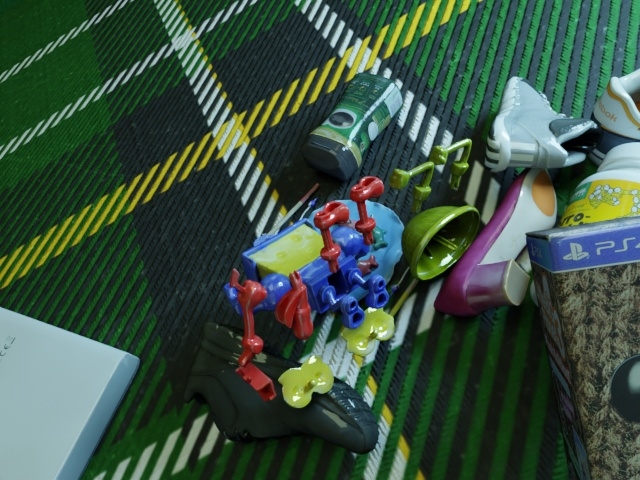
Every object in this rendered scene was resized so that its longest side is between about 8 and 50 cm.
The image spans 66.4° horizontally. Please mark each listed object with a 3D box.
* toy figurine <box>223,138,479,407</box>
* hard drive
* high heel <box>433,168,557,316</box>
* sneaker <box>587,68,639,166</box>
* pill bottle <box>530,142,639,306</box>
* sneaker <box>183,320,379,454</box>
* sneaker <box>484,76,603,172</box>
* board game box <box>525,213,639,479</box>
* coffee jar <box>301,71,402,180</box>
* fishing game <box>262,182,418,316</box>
[{"bbox_3d":[0.000,0.000,0.600,0.363,0.191,0.217,-34,34,-27],"label":"toy figurine"},{"bbox_3d":[-0.478,0.249,0.780,0.353,0.047,0.232,9,63,28],"label":"hard drive"},{"bbox_3d":[0.230,-0.004,0.642,0.117,0.082,0.244,-19,38,52],"label":"high heel"},{"bbox_3d":[0.503,-0.172,0.586,0.322,0.127,0.126,-12,55,14],"label":"sneaker"},{"bbox_3d":[0.333,-0.005,0.554,0.118,0.117,0.208,22,71,32],"label":"pill bottle"},{"bbox_3d":[-0.058,0.204,0.611,0.287,0.109,0.130,16,76,37],"label":"sneaker"},{"bbox_3d":[0.306,-0.153,0.661,0.132,0.086,0.228,10,42,22],"label":"sneaker"},{"bbox_3d":[0.318,0.115,0.390,0.232,0.141,0.290,-11,89,16],"label":"board game box"},{"bbox_3d":[0.052,-0.187,0.811,0.096,0.079,0.184,26,71,30],"label":"coffee jar"},{"bbox_3d":[0.031,0.007,0.724,0.264,0.041,0.189,34,74,35],"label":"fishing game"}]
